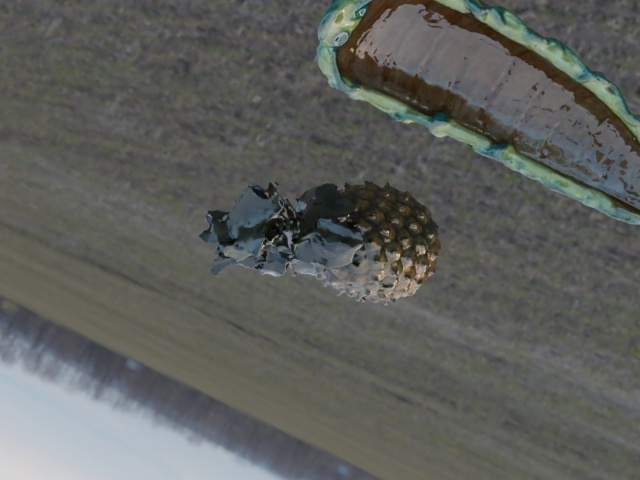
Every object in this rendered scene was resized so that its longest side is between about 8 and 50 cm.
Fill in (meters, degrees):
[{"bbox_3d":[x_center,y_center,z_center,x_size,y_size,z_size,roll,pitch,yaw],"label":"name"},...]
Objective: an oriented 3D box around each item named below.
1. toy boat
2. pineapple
[{"bbox_3d":[0.133,-0.091,0.704,0.293,0.099,0.108,29,127,-7],"label":"toy boat"},{"bbox_3d":[0.000,0.000,0.903,0.125,0.125,0.251,19,-171,36],"label":"pineapple"}]
